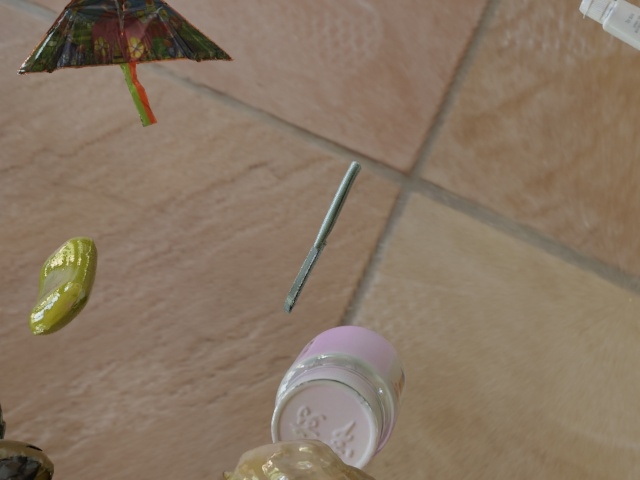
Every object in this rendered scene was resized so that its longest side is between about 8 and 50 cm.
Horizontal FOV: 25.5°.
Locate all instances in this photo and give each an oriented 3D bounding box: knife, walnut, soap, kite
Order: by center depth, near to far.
[{"bbox_3d":[0.019,0.288,1.204,0.141,0.238,0.204,-20,47,-3],"label":"walnut"},{"bbox_3d":[-0.169,-0.170,1.218,0.190,0.010,0.159,-6,71,-19],"label":"kite"},{"bbox_3d":[-0.290,0.052,1.603,0.089,0.140,0.045,-35,118,21],"label":"soap"},{"bbox_3d":[0.001,0.000,1.636,0.015,0.028,0.210,27,110,3],"label":"knife"}]

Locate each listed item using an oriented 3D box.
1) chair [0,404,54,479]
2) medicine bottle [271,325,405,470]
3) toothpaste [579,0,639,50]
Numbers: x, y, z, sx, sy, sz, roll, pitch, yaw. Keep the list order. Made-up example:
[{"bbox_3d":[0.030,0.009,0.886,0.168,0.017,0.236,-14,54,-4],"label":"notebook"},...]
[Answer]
[{"bbox_3d":[-0.174,0.130,0.588,0.247,0.158,0.172,40,110,29],"label":"chair"},{"bbox_3d":[0.023,0.201,1.748,0.152,0.254,0.152,2,100,10],"label":"medicine bottle"},{"bbox_3d":[0.318,-0.169,1.252,0.190,0.031,0.048,31,99,12],"label":"toothpaste"}]
